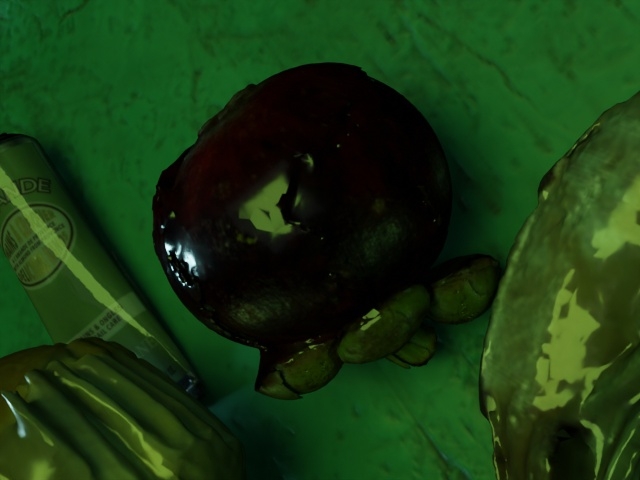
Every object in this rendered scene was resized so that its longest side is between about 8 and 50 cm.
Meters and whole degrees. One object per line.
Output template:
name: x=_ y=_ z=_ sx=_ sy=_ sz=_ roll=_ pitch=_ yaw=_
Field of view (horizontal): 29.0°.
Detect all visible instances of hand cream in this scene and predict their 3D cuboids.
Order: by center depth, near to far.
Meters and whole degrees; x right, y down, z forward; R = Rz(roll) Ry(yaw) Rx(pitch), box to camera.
hand cream: x=-0.163 y=0.025 z=0.816 sx=0.086 sy=0.055 sz=0.235 roll=-39 pitch=76 yaw=26

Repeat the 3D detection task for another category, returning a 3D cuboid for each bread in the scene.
bread: x=-0.175 y=0.248 z=0.706 sx=0.183 sy=0.236 sz=0.388 roll=26 pitch=95 yaw=24

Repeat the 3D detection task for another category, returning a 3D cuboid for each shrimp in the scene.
shrimp: x=0.151 y=0.117 z=0.596 sx=0.221 sy=0.110 sz=0.445 roll=25 pitch=96 yaw=35

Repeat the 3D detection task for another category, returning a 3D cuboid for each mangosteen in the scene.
mangosteen: x=0.000 y=0.000 z=0.666 sx=0.166 sy=0.166 sz=0.180 roll=-35 pitch=94 yaw=24
